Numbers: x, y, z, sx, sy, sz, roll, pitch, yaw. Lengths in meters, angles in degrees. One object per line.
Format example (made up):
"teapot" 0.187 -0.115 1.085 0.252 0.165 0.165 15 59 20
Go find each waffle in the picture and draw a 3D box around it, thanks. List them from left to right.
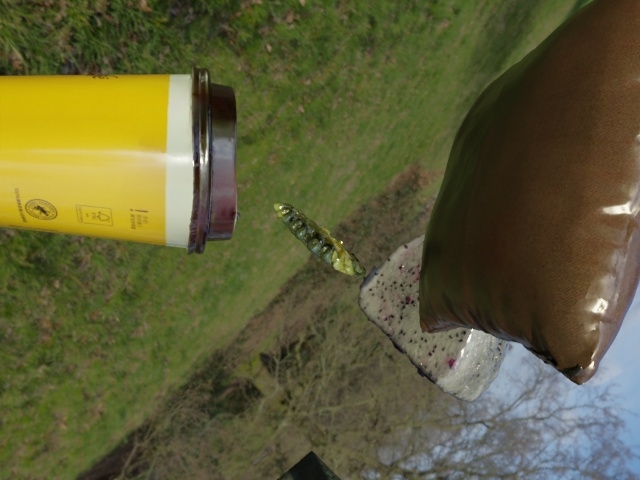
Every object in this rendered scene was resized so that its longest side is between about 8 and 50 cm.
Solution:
"waffle" 0.000 0.000 0.960 0.036 0.169 0.183 -49 144 7

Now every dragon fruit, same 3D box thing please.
"dragon fruit" 0.236 0.130 1.014 0.204 0.283 0.221 25 100 -40

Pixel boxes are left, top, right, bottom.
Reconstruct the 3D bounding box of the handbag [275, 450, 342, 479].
"handbag" -0.019 0.429 0.814 0.175 0.089 0.270 -34 -157 -19

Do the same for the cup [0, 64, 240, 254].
"cup" -0.220 -0.084 0.563 0.279 0.196 0.196 2 145 -13

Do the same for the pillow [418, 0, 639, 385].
"pillow" 0.179 -0.052 0.482 0.308 0.108 0.306 155 -44 -82
